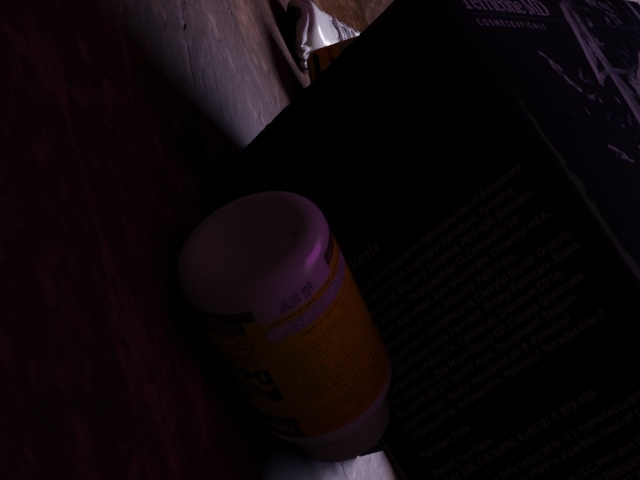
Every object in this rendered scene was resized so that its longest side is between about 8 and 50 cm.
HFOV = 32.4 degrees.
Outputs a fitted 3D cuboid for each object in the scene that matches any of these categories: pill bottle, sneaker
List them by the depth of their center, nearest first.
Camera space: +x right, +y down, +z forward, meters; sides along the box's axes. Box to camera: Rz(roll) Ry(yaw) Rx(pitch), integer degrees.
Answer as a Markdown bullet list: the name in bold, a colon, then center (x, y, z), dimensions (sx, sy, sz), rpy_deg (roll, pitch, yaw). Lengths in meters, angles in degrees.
- **pill bottle**: center (-0.018, 0.074, 0.844), dimensions (0.117, 0.117, 0.215), rpy_deg (-95, 164, -50)
- **sneaker**: center (0.028, -0.299, 1.711), dimensions (0.292, 0.118, 0.110), rpy_deg (42, 34, -68)

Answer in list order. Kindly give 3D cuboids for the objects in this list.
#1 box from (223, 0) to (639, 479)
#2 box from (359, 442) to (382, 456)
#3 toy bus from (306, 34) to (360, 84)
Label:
- **box**: center (0.244, 0.027, 1.065), dimensions (0.480, 0.297, 0.471), rpy_deg (-12, 65, -53)
- **box**: center (0.109, 0.118, 1.259), dimensions (0.232, 0.183, 0.059), rpy_deg (-95, 165, -46)
- **toy bus**: center (0.070, -0.168, 1.668), dimensions (0.332, 0.130, 0.108), rpy_deg (54, 21, -61)
